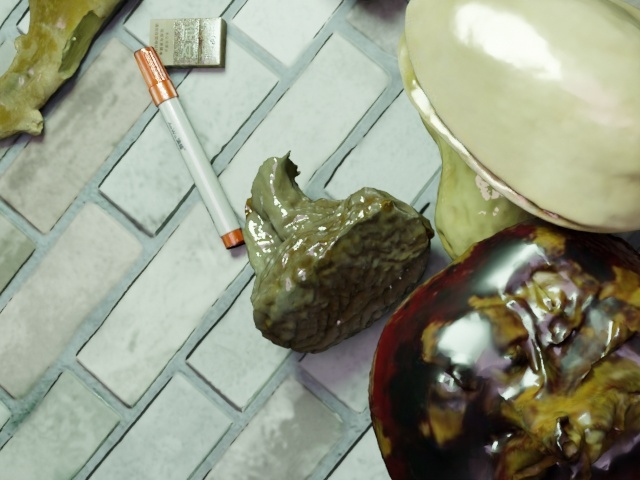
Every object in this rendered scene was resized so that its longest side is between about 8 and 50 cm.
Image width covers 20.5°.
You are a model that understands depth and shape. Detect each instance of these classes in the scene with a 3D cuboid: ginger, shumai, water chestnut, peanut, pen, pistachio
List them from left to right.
[{"bbox_3d":[-0.306,-0.234,1.943,0.131,0.086,0.294,34,98,-7],"label":"ginger"},{"bbox_3d":[-0.140,-0.100,1.898,0.028,0.028,0.239,-27,84,10],"label":"pen"},{"bbox_3d":[0.000,0.000,1.815,0.206,0.166,0.175,-37,54,7],"label":"shumai"},{"bbox_3d":[0.168,-0.126,1.786,0.147,0.147,0.319,2,90,14],"label":"peanut"},{"bbox_3d":[0.206,0.147,1.638,0.335,0.347,0.335,0,88,6],"label":"water chestnut"},{"bbox_3d":[0.212,-0.130,1.623,0.318,0.193,0.214,30,70,14],"label":"pistachio"}]

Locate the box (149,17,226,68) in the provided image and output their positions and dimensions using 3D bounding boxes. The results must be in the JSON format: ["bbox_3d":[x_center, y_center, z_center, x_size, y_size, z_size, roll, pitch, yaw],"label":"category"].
[{"bbox_3d":[-0.145,-0.215,1.926,0.083,0.024,0.053,-1,85,16],"label":"box"}]

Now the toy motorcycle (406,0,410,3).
[{"bbox_3d":[0.119,-0.373,1.820,0.326,0.148,0.221,-45,75,11],"label":"toy motorcycle"}]
